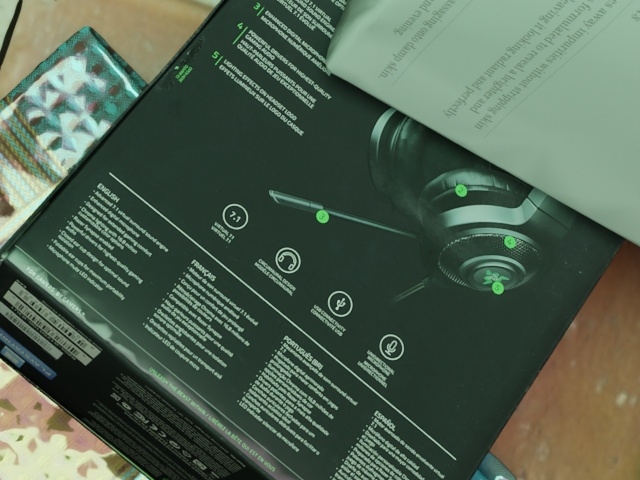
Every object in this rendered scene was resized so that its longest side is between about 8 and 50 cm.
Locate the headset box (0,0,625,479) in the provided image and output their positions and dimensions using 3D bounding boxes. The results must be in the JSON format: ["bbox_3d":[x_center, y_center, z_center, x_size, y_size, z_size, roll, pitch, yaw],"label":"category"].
[{"bbox_3d":[0.000,0.000,0.857,0.246,0.131,0.283,39,64,-7],"label":"headset box"}]

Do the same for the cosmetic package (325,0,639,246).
[{"bbox_3d":[0.225,-0.095,0.788,0.385,0.217,0.156,28,54,-15],"label":"cosmetic package"}]

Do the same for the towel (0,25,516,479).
[{"bbox_3d":[-0.102,0.099,0.920,0.271,0.040,0.370,-43,94,-9],"label":"towel"}]
